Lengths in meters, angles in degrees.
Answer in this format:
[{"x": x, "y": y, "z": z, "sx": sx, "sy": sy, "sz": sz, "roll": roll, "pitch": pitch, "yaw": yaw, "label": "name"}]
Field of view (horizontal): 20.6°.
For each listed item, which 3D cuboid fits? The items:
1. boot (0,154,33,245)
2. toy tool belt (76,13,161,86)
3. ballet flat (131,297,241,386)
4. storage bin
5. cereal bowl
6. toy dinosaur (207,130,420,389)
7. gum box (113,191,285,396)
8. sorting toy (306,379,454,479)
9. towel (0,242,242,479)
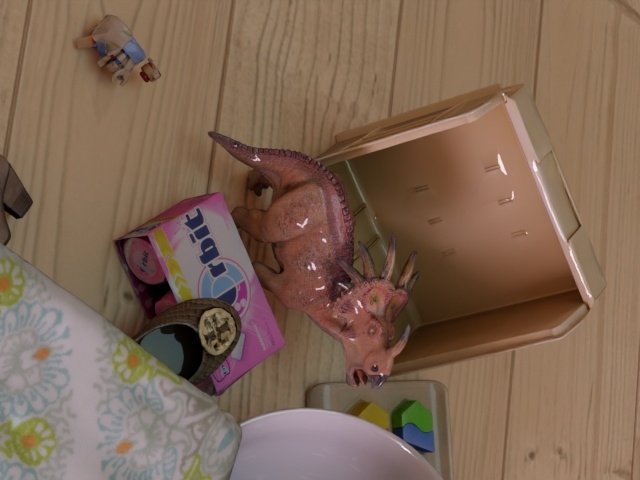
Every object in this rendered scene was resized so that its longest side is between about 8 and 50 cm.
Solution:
[{"x": -0.325, "y": -0.030, "z": 1.648, "sx": 0.087, "sy": 0.042, "sz": 0.118, "roll": 42, "pitch": 55, "yaw": -23, "label": "boot"}, {"x": -0.205, "y": -0.184, "z": 1.783, "sx": 0.051, "sy": 0.052, "sz": 0.083, "roll": -39, "pitch": 109, "yaw": -7, "label": "toy tool belt"}, {"x": -0.178, "y": 0.128, "z": 1.694, "sx": 0.250, "sy": 0.058, "sz": 0.084, "roll": -25, "pitch": 100, "yaw": -24, "label": "ballet flat"}, {"x": 0.140, "y": -0.010, "z": 1.921, "sx": 0.123, "sy": 0.260, "sz": 0.262, "roll": -40, "pitch": 110, "yaw": -54, "label": "storage bin"}, {"x": -0.018, "y": 0.347, "z": 1.756, "sx": 0.339, "sy": 0.141, "sz": 0.339, "roll": 6, "pitch": 64, "yaw": -13, "label": "cereal bowl"}, {"x": 0.000, "y": 0.000, "z": 1.833, "sx": 0.127, "sy": 0.200, "sz": 0.295, "roll": -31, "pitch": 103, "yaw": -42, "label": "toy dinosaur"}, {"x": -0.120, "y": 0.059, "z": 1.804, "sx": 0.107, "sy": 0.062, "sz": 0.188, "roll": -34, "pitch": 106, "yaw": -40, "label": "gum box"}, {"x": 0.076, "y": 0.253, "z": 1.973, "sx": 0.208, "sy": 0.038, "sz": 0.193, "roll": 3, "pitch": 81, "yaw": -43, "label": "sorting toy"}, {"x": -0.238, "y": 0.217, "z": 1.532, "sx": 0.374, "sy": 0.090, "sz": 0.320, "roll": 42, "pitch": 57, "yaw": -35, "label": "towel"}]
